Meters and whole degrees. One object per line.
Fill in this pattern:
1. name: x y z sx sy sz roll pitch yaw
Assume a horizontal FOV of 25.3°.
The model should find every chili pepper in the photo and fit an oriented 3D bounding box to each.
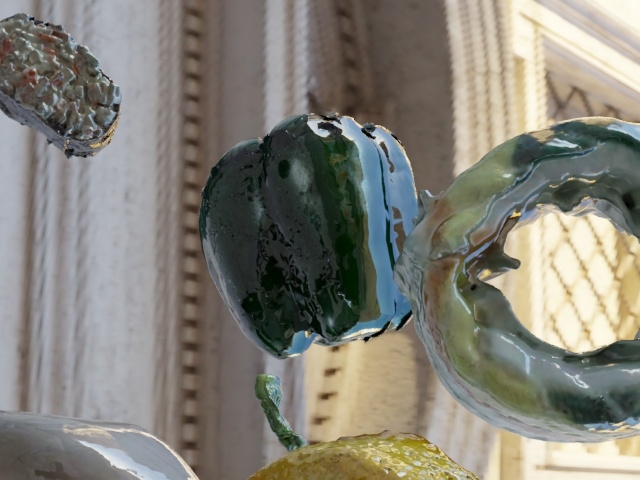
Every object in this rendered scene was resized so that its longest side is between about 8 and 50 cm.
1. chili pepper: 0.000 0.000 1.620 0.233 0.248 0.256 -28 -107 49
2. chili pepper: -0.040 0.161 1.319 0.034 0.030 0.091 -46 -131 23

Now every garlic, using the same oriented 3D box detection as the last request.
1. garlic: -0.244 0.277 1.340 0.340 0.246 0.231 8 -100 25

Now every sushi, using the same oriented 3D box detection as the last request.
1. sushi: -0.257 -0.149 1.358 0.150 0.078 0.090 39 -105 2

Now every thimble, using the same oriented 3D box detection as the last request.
1. thimble: 0.204 0.033 1.148 0.288 0.167 0.254 4 -103 -2

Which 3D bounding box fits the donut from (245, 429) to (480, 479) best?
1. donut: 0.022 0.231 0.825 0.253 0.118 0.253 -16 -115 38
